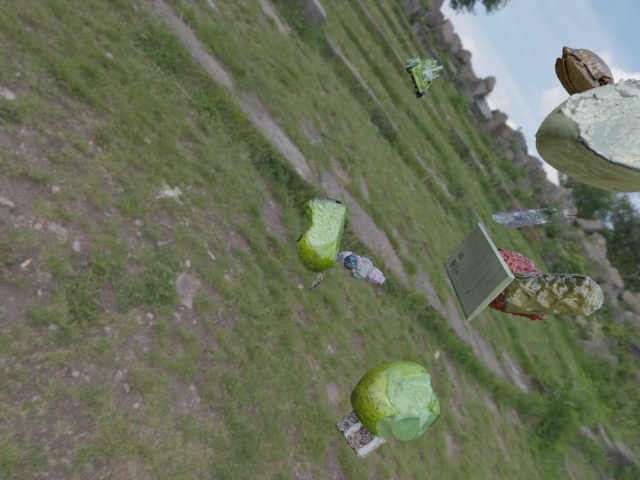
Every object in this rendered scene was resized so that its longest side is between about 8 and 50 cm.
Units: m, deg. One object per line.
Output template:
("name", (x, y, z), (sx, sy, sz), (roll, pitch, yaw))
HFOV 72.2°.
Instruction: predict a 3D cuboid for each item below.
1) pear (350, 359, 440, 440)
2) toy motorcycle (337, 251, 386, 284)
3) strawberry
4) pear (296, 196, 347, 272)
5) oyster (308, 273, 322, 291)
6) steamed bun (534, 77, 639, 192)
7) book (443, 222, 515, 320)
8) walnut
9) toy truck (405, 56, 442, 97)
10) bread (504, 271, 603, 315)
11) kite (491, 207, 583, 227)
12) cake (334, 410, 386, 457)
("pear", (0.239, 0.529, 1.518), (0.282, 0.176, 0.286), (9, 37, -15))
("toy motorcycle", (0.158, 0.111, 1.813), (0.239, 0.108, 0.204), (15, -4, 15))
("strawberry", (0.761, 0.192, 1.756), (0.336, 0.265, 0.149), (40, 26, 23))
("pear", (0.000, 0.000, 1.606), (0.238, 0.164, 0.255), (84, 19, -71))
("oyster", (-0.017, 0.179, 1.850), (0.034, 0.093, 0.051), (36, 35, 3))
("steamed bun", (0.769, -0.282, 1.168), (0.334, 0.233, 0.312), (31, 5, 4))
("book", (0.504, 0.097, 1.441), (0.025, 0.214, 0.282), (20, 35, -18))
("walnut", (0.869, -0.537, 1.444), (0.245, 0.137, 0.137), (51, 19, 1))
("toy truck", (0.436, -0.701, 1.837), (0.128, 0.135, 0.259), (61, 19, -22))
("bread", (0.703, 0.163, 1.338), (0.152, 0.268, 0.129), (-41, 124, -52))
("kite", (0.940, -0.106, 1.918), (0.204, 0.361, 0.022), (-90, 176, -66))
("cake", (0.144, 0.691, 1.573), (0.147, 0.135, 0.135), (55, -9, 27))
